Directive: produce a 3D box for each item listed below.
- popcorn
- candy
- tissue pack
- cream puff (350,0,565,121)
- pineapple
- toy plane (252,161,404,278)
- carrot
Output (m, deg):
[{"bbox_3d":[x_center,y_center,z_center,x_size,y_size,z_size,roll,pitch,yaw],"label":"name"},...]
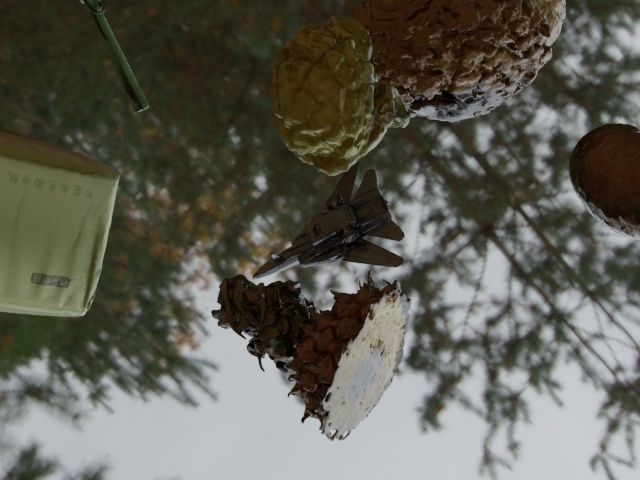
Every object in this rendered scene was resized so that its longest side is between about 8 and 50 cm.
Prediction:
[{"bbox_3d":[0.013,-0.159,1.211,0.142,0.173,0.173,-24,-150,25],"label":"popcorn"},{"bbox_3d":[-0.248,-0.262,1.200,0.073,0.262,0.077,-30,-169,-28],"label":"candy"},{"bbox_3d":[-0.280,-0.027,0.760,0.159,0.234,0.125,18,-85,44],"label":"tissue pack"},{"bbox_3d":[0.212,-0.309,1.740,0.327,0.343,0.231,106,-16,-79],"label":"cream puff"},{"bbox_3d":[-0.036,0.132,1.667,0.272,0.262,0.262,23,-117,25],"label":"pineapple"},{"bbox_3d":[-0.003,-0.004,1.852,0.267,0.088,0.212,-25,-116,5],"label":"toy plane"},{"bbox_3d":[0.411,-0.058,1.346,0.139,0.139,0.302,-44,-159,0],"label":"carrot"}]
